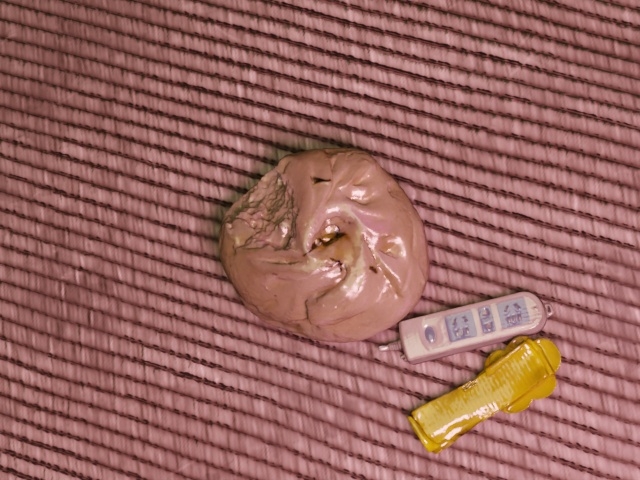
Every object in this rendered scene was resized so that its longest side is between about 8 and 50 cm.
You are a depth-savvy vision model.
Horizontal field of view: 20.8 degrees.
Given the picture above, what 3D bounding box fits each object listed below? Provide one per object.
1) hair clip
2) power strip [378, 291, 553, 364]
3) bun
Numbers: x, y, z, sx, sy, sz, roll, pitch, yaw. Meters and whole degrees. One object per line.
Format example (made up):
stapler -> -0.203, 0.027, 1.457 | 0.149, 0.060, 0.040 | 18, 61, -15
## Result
hair clip -> 0.178, 0.163, 1.831 | 0.173, 0.046, 0.072 | -36, 75, 5
power strip -> 0.154, 0.094, 1.862 | 0.191, 0.030, 0.048 | -15, 73, 9
bun -> 0.000, 0.000, 1.875 | 0.237, 0.116, 0.210 | 6, 78, 14
